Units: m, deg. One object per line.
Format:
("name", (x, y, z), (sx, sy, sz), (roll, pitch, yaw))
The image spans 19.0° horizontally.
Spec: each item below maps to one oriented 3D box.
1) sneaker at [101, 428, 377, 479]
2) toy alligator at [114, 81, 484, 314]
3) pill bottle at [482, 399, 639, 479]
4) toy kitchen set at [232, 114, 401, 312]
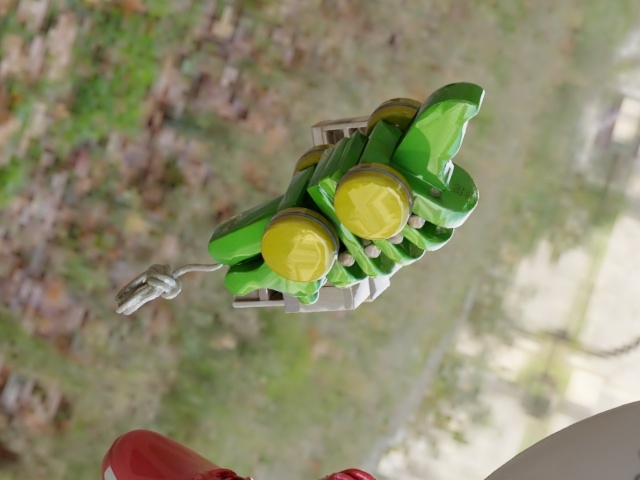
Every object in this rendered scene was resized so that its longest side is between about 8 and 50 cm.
("sneaker", (-0.029, 0.158, 1.163), (0.087, 0.221, 0.128), (-38, 157, -51))
("toy alligator", (0.000, 0.000, 0.735), (0.189, 0.051, 0.056), (-31, -159, 34))
("pill bottle", (0.087, 0.135, 0.316), (0.215, 0.117, 0.117), (-103, -162, -48))
("toy kitchen set", (-0.008, -0.011, 0.881), (0.083, 0.068, 0.075), (-38, 121, -66))
